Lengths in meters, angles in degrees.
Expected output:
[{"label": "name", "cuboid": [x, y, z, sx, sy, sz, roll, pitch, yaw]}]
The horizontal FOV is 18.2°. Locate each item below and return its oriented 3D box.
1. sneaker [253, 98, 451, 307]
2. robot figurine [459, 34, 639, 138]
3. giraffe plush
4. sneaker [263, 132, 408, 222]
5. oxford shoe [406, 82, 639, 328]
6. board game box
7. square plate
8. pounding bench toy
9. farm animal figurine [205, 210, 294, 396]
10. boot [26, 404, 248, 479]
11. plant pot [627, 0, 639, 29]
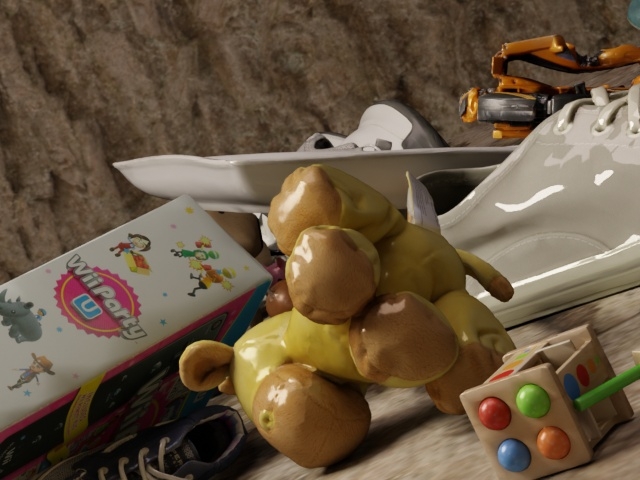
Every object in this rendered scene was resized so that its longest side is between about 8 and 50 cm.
[{"label": "sneaker", "cuboid": [0.001, 0.001, 2.134, 0.257, 0.169, 0.447, -42, 9, -16]}, {"label": "robot figurine", "cuboid": [0.256, -0.118, 1.588, 0.291, 0.085, 0.211, 1, 3, 5]}, {"label": "giraffe plush", "cuboid": [0.008, 0.063, 1.226, 0.170, 0.181, 0.210, -47, 8, 20]}, {"label": "sneaker", "cuboid": [0.044, -0.048, 1.898, 0.281, 0.105, 0.115, 18, 77, 48]}, {"label": "oxford shoe", "cuboid": [0.232, -0.051, 1.352, 0.449, 0.130, 0.169, -21, 5, 35]}, {"label": "board game box", "cuboid": [-0.196, 0.120, 1.374, 0.303, 0.097, 0.224, -31, -22, -44]}, {"label": "square plate", "cuboid": [0.036, -0.052, 1.645, 0.344, 0.049, 0.347, -3, 3, -20]}, {"label": "pounding bench toy", "cuboid": [0.121, 0.077, 0.965, 0.083, 0.052, 0.065, -23, 6, 34]}, {"label": "farm animal figurine", "cuboid": [-0.119, 0.050, 1.835, 0.326, 0.172, 0.330, -28, 5, -17]}, {"label": "boot", "cuboid": [-0.126, 0.157, 1.310, 0.086, 0.069, 0.190, -30, 1, 31]}, {"label": "plant pot", "cuboid": [0.430, -0.369, 1.735, 0.341, 0.334, 0.341, -5, 19, 2]}]
